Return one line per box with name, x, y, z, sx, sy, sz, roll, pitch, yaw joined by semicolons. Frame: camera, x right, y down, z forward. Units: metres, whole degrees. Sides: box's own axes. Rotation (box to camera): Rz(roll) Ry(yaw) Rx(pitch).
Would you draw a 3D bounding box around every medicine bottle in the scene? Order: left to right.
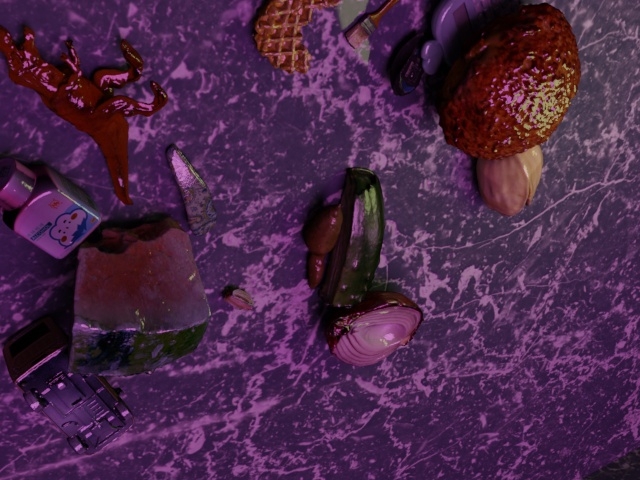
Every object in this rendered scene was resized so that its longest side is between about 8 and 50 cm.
medicine bottle;-0.489;-0.063;1.586;0.119;0.094;0.188;-43;136;5

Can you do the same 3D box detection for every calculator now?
calculator;0.306;-0.450;1.832;0.295;0.042;0.184;-42;142;-7

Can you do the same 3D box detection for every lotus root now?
lotus root;-0.179;0.127;1.993;0.037;0.030;0.083;-23;140;29

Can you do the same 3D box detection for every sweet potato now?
sweet potato;-0.001;0.000;1.985;0.075;0.074;0.269;-12;141;-26

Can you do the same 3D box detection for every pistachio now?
pistachio;0.438;-0.148;2.099;0.157;0.157;0.229;-30;147;-10

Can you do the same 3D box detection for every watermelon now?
watermelon;-0.345;0.108;1.679;0.264;0.151;0.301;-5;89;-30

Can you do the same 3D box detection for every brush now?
brush;0.116;-0.436;1.751;0.170;0.014;0.043;-43;138;3

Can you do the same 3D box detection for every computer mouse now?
computer mouse;0.175;-0.355;1.831;0.079;0.047;0.135;17;100;-58

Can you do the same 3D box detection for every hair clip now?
hair clip;-0.248;-0.090;1.768;0.066;0.036;0.229;-33;136;-16

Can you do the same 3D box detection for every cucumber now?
cucumber;0.089;-0.004;2.020;0.145;0.105;0.325;-9;126;-27

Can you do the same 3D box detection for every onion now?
onion;0.101;0.188;2.154;0.227;0.120;0.284;-46;145;19

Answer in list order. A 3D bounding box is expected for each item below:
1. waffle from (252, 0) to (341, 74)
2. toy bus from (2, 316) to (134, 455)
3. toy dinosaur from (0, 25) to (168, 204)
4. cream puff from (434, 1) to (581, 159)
waffle;-0.040;-0.400;1.649;0.149;0.051;0.194;27;102;-44
toy bus;-0.500;0.294;1.823;0.139;0.157;0.289;-37;134;-10
toy dinosaur;-0.356;-0.221;1.550;0.208;0.097;0.432;-28;133;8
cream puff;0.389;-0.303;1.836;0.350;0.228;0.350;-37;158;-18
